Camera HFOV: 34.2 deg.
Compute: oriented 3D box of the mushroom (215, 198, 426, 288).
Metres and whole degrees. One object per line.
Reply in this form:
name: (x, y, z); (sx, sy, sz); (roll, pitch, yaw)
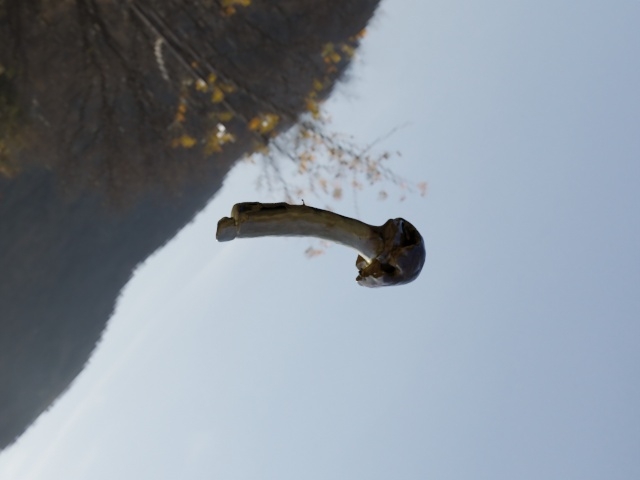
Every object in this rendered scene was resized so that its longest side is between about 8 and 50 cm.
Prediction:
mushroom: (0.000, 0.000, 0.839); (0.061, 0.187, 0.060); (-43, -139, 53)
